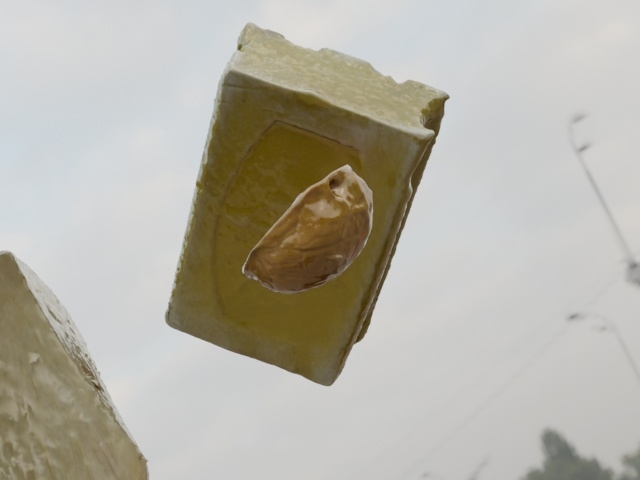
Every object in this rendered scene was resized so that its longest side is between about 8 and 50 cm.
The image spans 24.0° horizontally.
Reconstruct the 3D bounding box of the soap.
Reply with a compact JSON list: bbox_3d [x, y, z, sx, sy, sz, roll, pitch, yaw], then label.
[{"bbox_3d":[-0.022,-0.024,1.373,0.091,0.199,0.315,-64,-5,-52],"label":"soap"}]

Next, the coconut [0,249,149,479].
[{"bbox_3d":[-0.290,0.190,1.094,0.344,0.415,0.415,-3,-26,-48],"label":"coconut"}]

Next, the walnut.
[{"bbox_3d":[0.000,0.000,1.013,0.121,0.052,0.091,-39,-9,-47],"label":"walnut"}]
